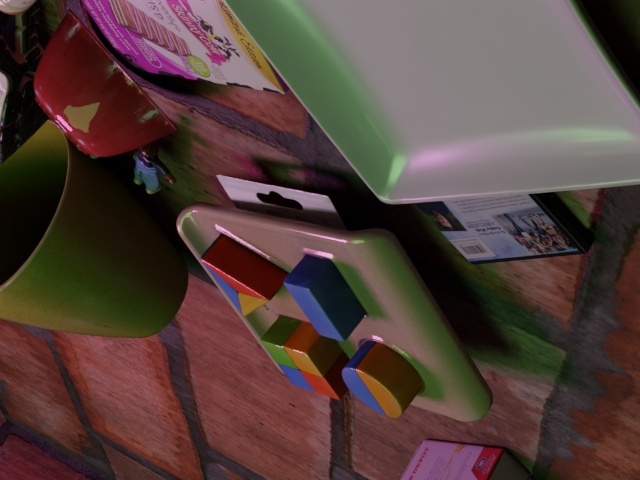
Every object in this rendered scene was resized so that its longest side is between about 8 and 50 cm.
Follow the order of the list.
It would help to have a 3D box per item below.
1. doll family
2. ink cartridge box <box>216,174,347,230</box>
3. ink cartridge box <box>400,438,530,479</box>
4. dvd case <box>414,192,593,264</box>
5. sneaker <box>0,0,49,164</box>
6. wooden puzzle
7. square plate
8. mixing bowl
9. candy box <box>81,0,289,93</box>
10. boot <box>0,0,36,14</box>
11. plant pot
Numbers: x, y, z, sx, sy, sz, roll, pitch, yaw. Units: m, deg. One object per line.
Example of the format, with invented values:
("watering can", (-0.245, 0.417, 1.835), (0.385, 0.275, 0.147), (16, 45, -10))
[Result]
("doll family", (-0.253, -0.134, 1.742), (0.193, 0.076, 0.111), (27, 151, 3))
("ink cartridge box", (0.000, 0.000, 1.704), (0.189, 0.066, 0.232), (12, 139, 40))
("ink cartridge box", (0.198, 0.363, 2.027), (0.072, 0.127, 0.175), (43, 155, -26))
("dvd case", (0.141, -0.067, 1.431), (0.253, 0.022, 0.180), (45, 153, -23))
("sneaker", (-0.412, -0.228, 1.714), (0.147, 0.130, 0.330), (30, 147, 16))
("wooden puzzle", (0.003, 0.100, 1.710), (0.348, 0.080, 0.322), (6, 140, 44))
("square plate", (0.101, -0.169, 1.223), (0.344, 0.049, 0.347), (-3, 137, 44))
("mixing bowl", (-0.256, -0.161, 1.574), (0.181, 0.098, 0.181), (49, 179, 1))
("candy box", (-0.135, -0.236, 1.401), (0.233, 0.071, 0.159), (12, 148, 38))
("boot", (-0.355, -0.344, 1.470), (0.213, 0.077, 0.165), (46, 150, -17))
("plant pot", (-0.331, 0.020, 1.930), (0.275, 0.275, 0.293), (7, 160, 45))
